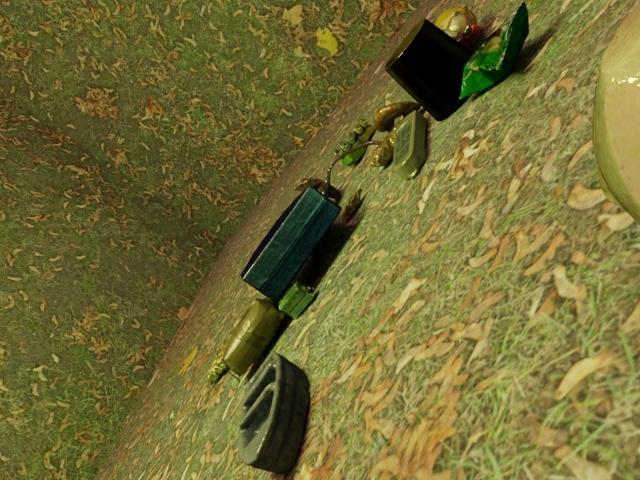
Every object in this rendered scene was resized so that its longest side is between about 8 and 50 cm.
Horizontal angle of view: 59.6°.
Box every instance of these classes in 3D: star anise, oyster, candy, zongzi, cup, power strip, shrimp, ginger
[{"bbox_3d":[0.052,-0.211,1.664,0.148,0.218,0.227,-101,27,-62],"label":"star anise"},{"bbox_3d":[0.084,-0.091,1.456,0.093,0.034,0.051,-62,-6,18],"label":"oyster"},{"bbox_3d":[0.344,-0.357,1.107,0.141,0.078,0.203,-44,0,-4],"label":"candy"},{"bbox_3d":[-0.172,0.238,1.416,0.205,0.094,0.204,-57,2,-1],"label":"zongzi"},{"bbox_3d":[0.240,-0.381,1.306,0.239,0.177,0.166,-33,25,59],"label":"cup"},{"bbox_3d":[0.209,-0.223,1.311,0.080,0.048,0.286,-48,16,32],"label":"power strip"},{"bbox_3d":[0.208,-0.332,1.520,0.187,0.132,0.052,113,150,-84],"label":"shrimp"},{"bbox_3d":[0.186,-0.260,1.472,0.173,0.051,0.069,-57,5,-11],"label":"ginger"}]

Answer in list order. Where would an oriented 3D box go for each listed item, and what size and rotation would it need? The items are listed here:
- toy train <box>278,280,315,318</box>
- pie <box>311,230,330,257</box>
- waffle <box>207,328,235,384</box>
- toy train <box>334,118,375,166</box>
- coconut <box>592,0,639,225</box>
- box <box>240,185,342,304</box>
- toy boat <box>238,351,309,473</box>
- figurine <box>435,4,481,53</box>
[{"bbox_3d":[-0.054,0.137,1.302,0.093,0.056,0.038,-51,17,27],"label":"toy train"},{"bbox_3d":[-0.001,0.002,1.515,0.088,0.033,0.191,-59,6,14],"label":"pie"},{"bbox_3d":[-0.282,0.338,1.661,0.169,0.036,0.183,-52,11,21],"label":"waffle"},{"bbox_3d":[0.117,-0.321,1.829,0.060,0.081,0.202,-37,15,51],"label":"toy train"},{"bbox_3d":[0.274,-0.077,0.314,0.230,0.227,0.227,-16,39,54],"label":"coconut"},{"bbox_3d":[-0.084,0.009,1.437,0.279,0.116,0.261,-54,6,-7],"label":"box"},{"bbox_3d":[-0.085,0.296,0.961,0.127,0.078,0.283,-51,13,10],"label":"toy boat"},{"bbox_3d":[0.354,-0.522,1.417,0.234,0.127,0.185,-46,19,-25],"label":"figurine"}]
